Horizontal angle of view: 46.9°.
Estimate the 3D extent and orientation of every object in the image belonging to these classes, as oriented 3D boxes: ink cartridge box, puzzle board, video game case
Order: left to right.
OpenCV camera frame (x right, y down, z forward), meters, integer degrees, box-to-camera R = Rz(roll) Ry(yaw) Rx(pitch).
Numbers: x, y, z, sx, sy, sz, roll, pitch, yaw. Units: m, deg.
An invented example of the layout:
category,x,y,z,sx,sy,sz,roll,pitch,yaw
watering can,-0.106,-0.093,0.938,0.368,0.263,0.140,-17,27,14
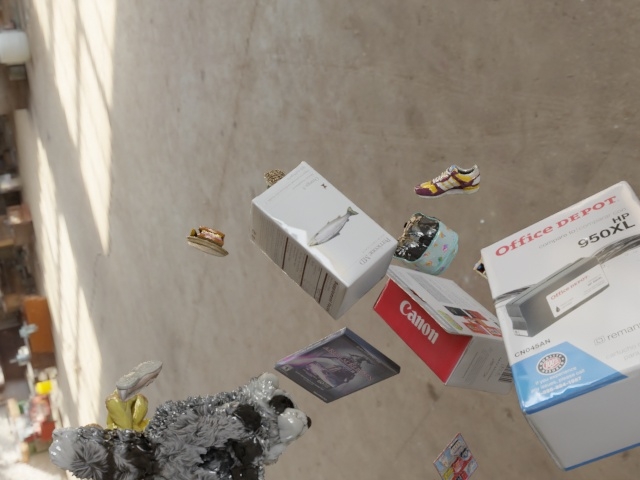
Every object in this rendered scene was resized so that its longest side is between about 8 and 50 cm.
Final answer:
category,x,y,z,sx,sy,sz,roll,pitch,yaw
video game case,0.040,0.325,1.887,0.274,0.196,0.026,-32,31,39
ink cartridge box,0.265,0.191,1.653,0.309,0.271,0.130,45,114,52
puzzle board,0.323,0.531,1.750,0.011,0.128,0.096,-26,94,44
ink cartridge box,0.441,0.121,1.176,0.166,0.285,0.395,52,-158,-28

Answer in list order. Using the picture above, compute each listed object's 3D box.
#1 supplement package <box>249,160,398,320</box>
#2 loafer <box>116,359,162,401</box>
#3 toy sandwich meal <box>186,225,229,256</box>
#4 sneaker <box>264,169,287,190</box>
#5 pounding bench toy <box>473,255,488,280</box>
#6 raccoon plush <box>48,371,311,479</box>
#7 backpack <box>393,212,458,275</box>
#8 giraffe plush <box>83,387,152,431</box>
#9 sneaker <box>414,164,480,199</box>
category,x,y,z,sx,sy,sz,roll,pitch,yaw
supplement package,0.000,0.000,1.013,0.179,0.105,0.105,41,152,17
loafer,-0.347,0.268,1.412,0.045,0.125,0.039,5,105,22
toy sandwich meal,-0.189,0.001,1.250,0.085,0.085,0.029,-8,59,63
sneaker,-0.069,-0.077,1.638,0.192,0.064,0.086,-126,23,-47
pounding bench toy,0.411,0.056,1.744,0.065,0.083,0.052,39,-179,30
raccoon plush,-0.244,0.339,1.418,0.299,0.446,0.216,-65,-9,-80
backpack,0.309,0.019,2.120,0.144,0.166,0.188,37,175,-15
giraffe plush,-0.483,0.463,1.701,0.210,0.170,0.181,67,-173,29
sneaker,0.351,-0.170,2.058,0.070,0.185,0.084,-97,-1,-57
